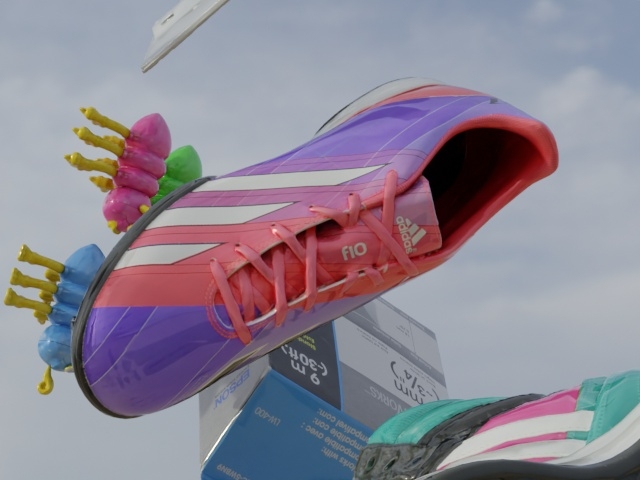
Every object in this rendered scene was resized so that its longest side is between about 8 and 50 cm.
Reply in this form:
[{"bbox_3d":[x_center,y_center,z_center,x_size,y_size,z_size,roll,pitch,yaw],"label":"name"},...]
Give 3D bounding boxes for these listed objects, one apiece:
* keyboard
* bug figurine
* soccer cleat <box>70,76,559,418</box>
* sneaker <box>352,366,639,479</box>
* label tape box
[{"bbox_3d":[-0.025,-0.203,1.096,0.256,0.072,0.014,-38,-65,20],"label":"keyboard"},{"bbox_3d":[-0.143,0.018,1.217,0.072,0.216,0.279,13,-8,11],"label":"bug figurine"},{"bbox_3d":[0.000,0.000,0.944,0.318,0.109,0.116,-33,28,-30],"label":"soccer cleat"},{"bbox_3d":[0.052,0.124,0.617,0.295,0.124,0.178,-18,-8,-42],"label":"sneaker"},{"bbox_3d":[0.010,0.163,1.473,0.240,0.334,0.106,34,-63,-26],"label":"label tape box"}]
